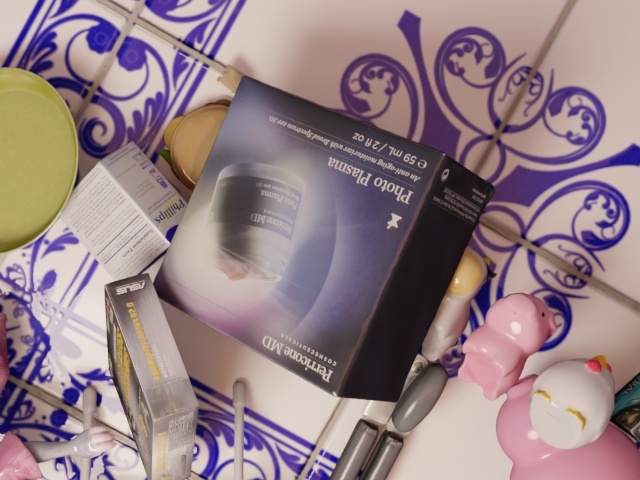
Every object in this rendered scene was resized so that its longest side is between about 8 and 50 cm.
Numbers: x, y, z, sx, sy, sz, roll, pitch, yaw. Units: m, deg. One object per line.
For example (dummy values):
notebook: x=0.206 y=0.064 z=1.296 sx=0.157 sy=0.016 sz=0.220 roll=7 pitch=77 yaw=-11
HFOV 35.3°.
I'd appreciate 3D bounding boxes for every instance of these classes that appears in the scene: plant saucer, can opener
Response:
plant saucer: x=-0.404 y=-0.099 z=1.282 sx=0.241 sy=0.037 sz=0.241 roll=-2 pitch=84 yaw=19
can opener: x=0.073 y=0.273 z=1.337 sx=0.074 sy=0.093 sz=0.280 roll=27 pitch=97 yaw=-5

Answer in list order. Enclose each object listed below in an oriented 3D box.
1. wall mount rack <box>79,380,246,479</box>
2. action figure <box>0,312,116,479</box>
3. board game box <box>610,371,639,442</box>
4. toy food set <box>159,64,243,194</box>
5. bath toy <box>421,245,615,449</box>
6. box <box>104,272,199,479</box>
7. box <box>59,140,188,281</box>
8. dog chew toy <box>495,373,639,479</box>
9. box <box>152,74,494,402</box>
wall mount rack: x=-0.203 y=0.351 z=1.314 sx=0.350 sy=0.130 sz=0.304 roll=-2 pitch=97 yaw=-2
action figure: x=-0.433 y=0.250 z=1.195 sx=0.248 sy=0.275 sz=0.370 roll=-50 pitch=55 yaw=30
board game box: x=0.462 y=0.182 z=1.324 sx=0.186 sy=0.126 sz=0.026 roll=-42 pitch=94 yaw=0
toy food set: x=-0.141 y=-0.121 z=1.331 sx=0.132 sy=0.038 sz=0.192 roll=41 pitch=86 yaw=-11
bath toy: x=0.223 y=0.109 z=1.251 sx=0.348 sy=0.151 sz=0.129 roll=38 pitch=50 yaw=24
box: x=-0.207 y=0.176 z=1.216 sx=0.056 sy=0.231 sz=0.183 roll=-16 pitch=62 yaw=-19
box: x=-0.246 y=-0.032 z=1.281 sx=0.137 sy=0.072 sz=0.126 roll=50 pitch=130 yaw=-4
dog chew toy: x=0.340 y=0.328 z=1.298 sx=0.206 sy=0.206 sz=0.332 roll=-29 pitch=86 yaw=0
box: x=0.000 y=0.000 z=1.207 sx=0.296 sy=0.182 sz=0.294 roll=25 pitch=93 yaw=29
